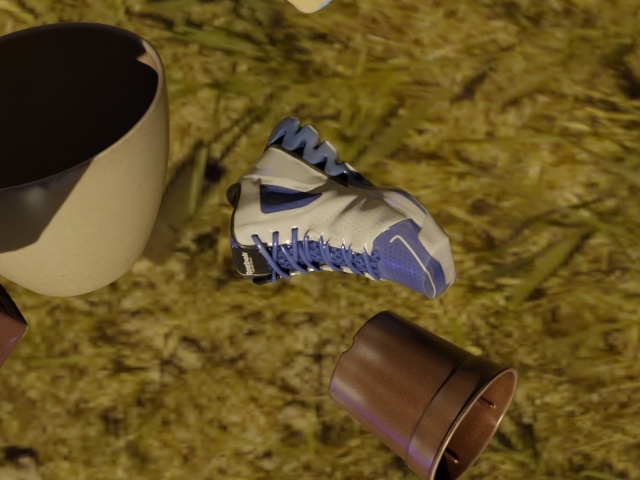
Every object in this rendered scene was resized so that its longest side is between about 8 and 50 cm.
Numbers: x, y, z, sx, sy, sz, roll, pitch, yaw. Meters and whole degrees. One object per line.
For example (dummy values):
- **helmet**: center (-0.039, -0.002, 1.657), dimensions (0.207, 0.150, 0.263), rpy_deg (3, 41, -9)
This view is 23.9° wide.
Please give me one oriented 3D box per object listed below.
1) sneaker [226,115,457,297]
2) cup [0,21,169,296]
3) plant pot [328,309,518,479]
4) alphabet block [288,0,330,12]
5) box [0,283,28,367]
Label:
- **sneaker**: center (-0.001, -0.001, 1.770), dimensions (0.182, 0.127, 0.315), rpy_deg (-42, 54, -16)
- **cup**: center (-0.319, -0.072, 1.811), dimensions (0.331, 0.331, 0.237), rpy_deg (19, 139, 34)
- **plant pot**: center (0.111, 0.171, 1.710), dimensions (0.165, 0.167, 0.167), rpy_deg (33, 106, 23)
- **alphabet block**: center (-0.022, -0.376, 1.506), dimensions (0.193, 0.197, 0.192), rpy_deg (-37, 67, 14)
- **box**: center (-0.465, 0.047, 1.292), dimensions (0.191, 0.381, 0.143), rpy_deg (-57, 30, 3)
